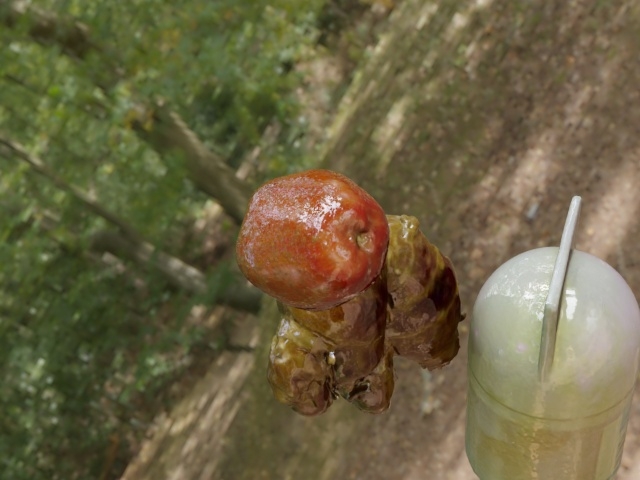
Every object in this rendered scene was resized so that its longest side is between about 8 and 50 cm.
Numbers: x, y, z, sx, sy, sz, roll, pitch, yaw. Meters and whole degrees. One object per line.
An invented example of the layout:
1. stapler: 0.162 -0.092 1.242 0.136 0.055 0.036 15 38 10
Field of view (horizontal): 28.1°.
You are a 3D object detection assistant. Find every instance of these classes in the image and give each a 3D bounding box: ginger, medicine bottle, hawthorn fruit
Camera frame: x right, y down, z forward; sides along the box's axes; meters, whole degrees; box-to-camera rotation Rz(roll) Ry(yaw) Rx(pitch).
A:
1. ginger: 0.063 0.099 1.662 0.152 0.357 0.274 9 93 41
2. medicine bottle: 0.320 0.158 1.764 0.236 0.235 0.406 -66 -20 -44
3. hawthorn fruit: 0.000 0.000 1.157 0.138 0.133 0.133 14 72 51
